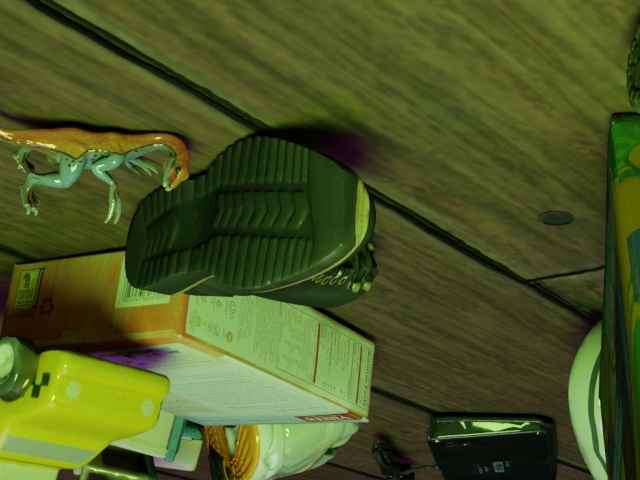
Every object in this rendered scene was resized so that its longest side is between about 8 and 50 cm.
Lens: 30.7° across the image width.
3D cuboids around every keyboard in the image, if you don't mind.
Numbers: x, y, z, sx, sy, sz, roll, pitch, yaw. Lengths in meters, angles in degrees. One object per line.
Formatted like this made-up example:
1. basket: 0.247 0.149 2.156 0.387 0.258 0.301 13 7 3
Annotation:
1. keyboard: 0.147 0.229 1.231 0.201 0.033 0.317 -6 157 9

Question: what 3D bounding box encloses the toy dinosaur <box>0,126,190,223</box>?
1. toy dinosaur: -0.109 -0.040 0.569 0.082 0.047 0.090 -21 142 12

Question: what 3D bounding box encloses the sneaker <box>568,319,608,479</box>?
1. sneaker: 0.294 0.173 0.806 0.127 0.126 0.321 3 139 51

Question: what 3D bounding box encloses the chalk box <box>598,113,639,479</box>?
1. chalk box: 0.213 0.056 0.496 0.180 0.289 0.179 -1 126 9

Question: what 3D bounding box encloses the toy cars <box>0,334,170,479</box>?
1. toy cars: -0.287 0.096 0.709 0.394 0.087 0.176 8 165 3

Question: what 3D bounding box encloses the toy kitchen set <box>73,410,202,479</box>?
1. toy kitchen set: -0.146 0.154 1.051 0.122 0.166 0.207 11 -166 -17

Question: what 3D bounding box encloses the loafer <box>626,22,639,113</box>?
1. loafer: 0.160 -0.078 0.389 0.050 0.056 0.148 19 155 -19

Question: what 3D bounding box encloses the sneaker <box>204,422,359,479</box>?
1. sneaker: -0.036 0.179 1.056 0.121 0.099 0.262 -8 171 -16

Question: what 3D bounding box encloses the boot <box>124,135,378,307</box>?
1. boot: 0.000 0.000 0.621 0.137 0.077 0.198 13 171 -34

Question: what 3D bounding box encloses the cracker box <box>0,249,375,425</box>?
1. cracker box: -0.084 0.074 0.819 0.156 0.067 0.232 -7 156 31
